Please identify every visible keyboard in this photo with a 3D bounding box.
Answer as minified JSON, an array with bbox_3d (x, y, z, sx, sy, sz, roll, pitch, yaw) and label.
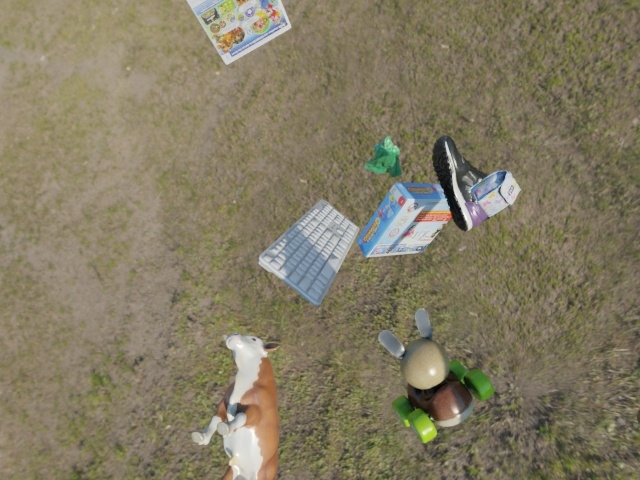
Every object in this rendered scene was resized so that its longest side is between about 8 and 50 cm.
[{"bbox_3d":[0.000,0.000,0.493,0.072,0.256,0.014,33,113,2],"label":"keyboard"}]

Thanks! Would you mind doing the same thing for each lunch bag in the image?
[{"bbox_3d":[0.364,-0.099,0.847,0.083,0.071,0.053,-37,44,20],"label":"lunch bag"}]

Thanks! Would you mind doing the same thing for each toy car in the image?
[{"bbox_3d":[0.185,0.228,0.746,0.154,0.149,0.189,-29,91,-11],"label":"toy car"}]

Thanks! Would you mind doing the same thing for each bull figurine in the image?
[{"bbox_3d":[-0.134,0.325,0.720,0.101,0.188,0.311,-1,101,25],"label":"bull figurine"}]

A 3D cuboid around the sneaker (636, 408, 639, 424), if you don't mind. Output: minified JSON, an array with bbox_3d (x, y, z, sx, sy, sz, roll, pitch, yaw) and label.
[{"bbox_3d":[0.934,0.489,1.149,0.067,0.042,0.118,46,57,6],"label":"sneaker"}]

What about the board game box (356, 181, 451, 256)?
[{"bbox_3d":[0.336,-0.073,1.541,0.086,0.307,0.302,62,138,33],"label":"board game box"}]

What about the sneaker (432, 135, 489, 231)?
[{"bbox_3d":[0.414,-0.177,1.172,0.124,0.284,0.107,-25,20,-3],"label":"sneaker"}]

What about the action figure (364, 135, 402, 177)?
[{"bbox_3d":[0.216,-0.282,1.364,0.137,0.232,0.064,6,80,6],"label":"action figure"}]

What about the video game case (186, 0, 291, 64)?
[{"bbox_3d":[-0.090,-0.252,0.421,0.087,0.122,0.011,-28,57,4],"label":"video game case"}]
